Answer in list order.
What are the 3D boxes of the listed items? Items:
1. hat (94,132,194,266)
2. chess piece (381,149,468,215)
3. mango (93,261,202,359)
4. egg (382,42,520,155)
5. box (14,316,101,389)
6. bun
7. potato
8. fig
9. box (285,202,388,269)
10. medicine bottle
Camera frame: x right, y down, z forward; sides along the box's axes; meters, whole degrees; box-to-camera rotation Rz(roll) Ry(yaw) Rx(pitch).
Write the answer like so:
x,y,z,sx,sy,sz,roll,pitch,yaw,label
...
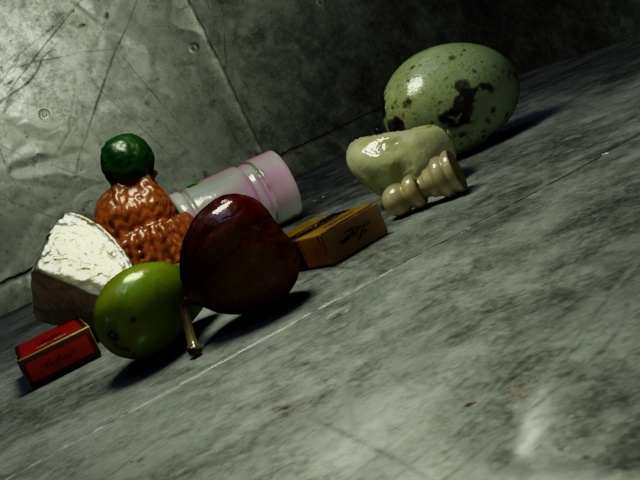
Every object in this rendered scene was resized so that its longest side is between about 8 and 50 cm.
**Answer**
x,y,z,sx,sy,sz,roll,pitch,yaw,label
-0.447,-0.048,2.158,0.285,0.400,0.285,-23,13,6,hat
0.200,-0.107,1.795,0.170,0.094,0.094,-25,8,17,chess piece
-0.285,0.112,1.554,0.175,0.143,0.293,-57,-10,19,mango
0.337,-0.364,2.312,0.379,0.287,0.287,-21,7,-26,egg
-0.543,0.226,1.836,0.153,0.074,0.240,-23,8,-19,box
0.182,-0.171,2.009,0.259,0.160,0.259,-8,6,1,bun
-0.507,0.093,2.026,0.264,0.211,0.189,20,48,9,potato
-0.167,0.050,1.488,0.249,0.204,0.186,-37,12,-13,fig
0.000,0.000,1.753,0.152,0.070,0.237,-30,8,-33,box
-0.239,-0.093,2.468,0.325,0.212,0.212,-28,9,-18,medicine bottle
